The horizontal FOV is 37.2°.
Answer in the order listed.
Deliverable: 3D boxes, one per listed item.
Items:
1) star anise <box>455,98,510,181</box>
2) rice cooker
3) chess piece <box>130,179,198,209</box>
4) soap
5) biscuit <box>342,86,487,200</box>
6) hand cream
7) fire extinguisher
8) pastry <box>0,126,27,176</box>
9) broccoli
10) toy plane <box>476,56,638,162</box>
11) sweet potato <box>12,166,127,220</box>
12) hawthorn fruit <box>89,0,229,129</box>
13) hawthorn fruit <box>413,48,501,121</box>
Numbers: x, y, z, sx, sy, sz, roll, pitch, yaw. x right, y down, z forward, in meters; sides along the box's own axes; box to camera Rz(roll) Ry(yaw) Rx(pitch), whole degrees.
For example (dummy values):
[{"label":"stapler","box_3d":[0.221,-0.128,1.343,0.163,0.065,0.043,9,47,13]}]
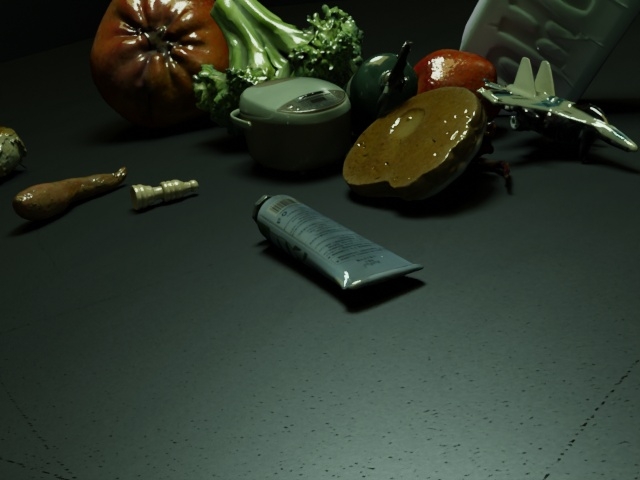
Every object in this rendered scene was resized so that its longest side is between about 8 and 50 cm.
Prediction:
[{"label":"star anise","box_3d":[0.196,-0.111,1.201,0.097,0.070,0.191,-35,20,7]},{"label":"rice cooker","box_3d":[-0.039,-0.168,1.374,0.145,0.127,0.206,-19,18,-28]},{"label":"chess piece","box_3d":[-0.212,-0.067,1.307,0.092,0.035,0.035,-14,20,-23]},{"label":"soap","box_3d":[0.342,-0.330,1.418,0.208,0.347,0.115,36,43,9]},{"label":"biscuit","box_3d":[0.120,-0.115,1.182,0.208,0.049,0.181,1,48,55]},{"label":"hand cream","box_3d":[0.000,0.000,0.992,0.088,0.055,0.256,-11,20,-28]},{"label":"fire extinguisher","box_3d":[0.085,-0.209,1.353,0.093,0.118,0.294,22,-2,-6]},{"label":"pastry","box_3d":[-0.572,-0.139,1.591,0.153,0.081,0.153,-6,24,3]},{"label":"broccoli","box_3d":[-0.074,-0.285,1.587,0.260,0.235,0.288,29,31,22]},{"label":"toy plane","box_3d":[0.312,-0.152,1.222,0.192,0.088,0.262,5,32,-28]},{"label":"sweet potato","box_3d":[-0.357,-0.068,1.355,0.050,0.050,0.214,2,17,30]},{"label":"hawthorn fruit","box_3d":[-0.286,-0.338,1.796,0.277,0.277,0.298,-11,0,-4]},{"label":"hawthorn fruit","box_3d":[0.196,-0.216,1.388,0.138,0.133,0.133,-9,19,-4]}]
